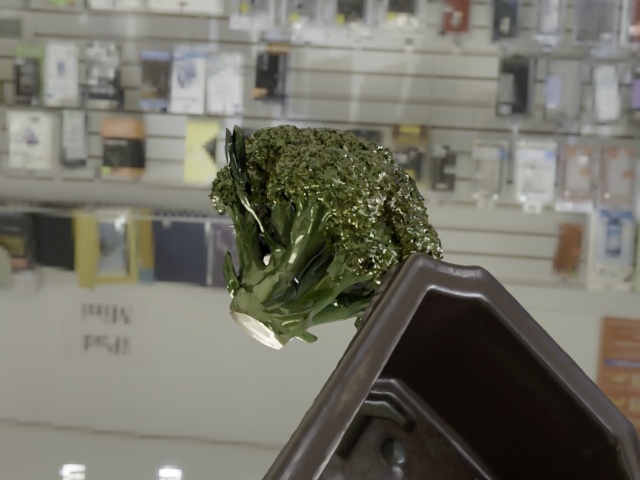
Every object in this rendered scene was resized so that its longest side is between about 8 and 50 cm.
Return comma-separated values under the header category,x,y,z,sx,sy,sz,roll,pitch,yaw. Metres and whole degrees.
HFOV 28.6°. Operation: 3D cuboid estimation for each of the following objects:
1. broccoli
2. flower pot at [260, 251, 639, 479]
category,x,y,z,sx,sy,sz,roll,pitch,yaw
broccoli,0.000,0.000,0.658,0.130,0.120,0.131,31,162,5
flower pot,0.042,0.131,0.515,0.084,0.179,0.251,-39,-171,37
